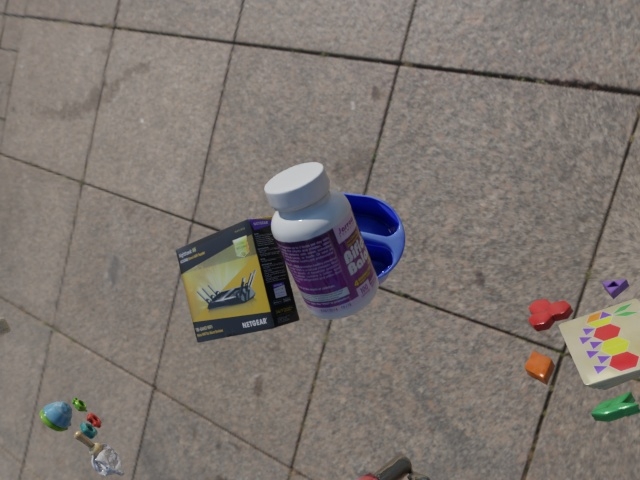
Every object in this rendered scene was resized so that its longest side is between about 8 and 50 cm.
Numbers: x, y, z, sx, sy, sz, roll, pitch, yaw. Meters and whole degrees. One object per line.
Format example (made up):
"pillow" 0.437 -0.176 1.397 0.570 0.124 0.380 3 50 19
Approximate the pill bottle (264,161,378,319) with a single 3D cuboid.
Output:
"pill bottle" 0.000 0.000 1.138 0.169 0.169 0.301 -5 123 32

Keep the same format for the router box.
"router box" -0.203 0.099 1.300 0.309 0.081 0.242 -19 83 43

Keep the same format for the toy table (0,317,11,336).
"toy table" -0.609 0.187 0.803 0.275 0.161 0.252 -17 85 -10

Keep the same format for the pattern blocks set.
"pattern blocks set" 0.473 0.163 0.892 0.286 0.324 0.026 -21 109 26

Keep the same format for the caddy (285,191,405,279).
"caddy" 0.053 -0.003 1.477 0.342 0.179 0.241 8 75 10

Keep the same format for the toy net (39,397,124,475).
"toy net" -0.502 0.433 1.203 0.232 0.122 0.045 41 84 20

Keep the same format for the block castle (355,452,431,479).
"block castle" 0.252 0.793 1.370 0.453 0.213 0.302 44 150 33
